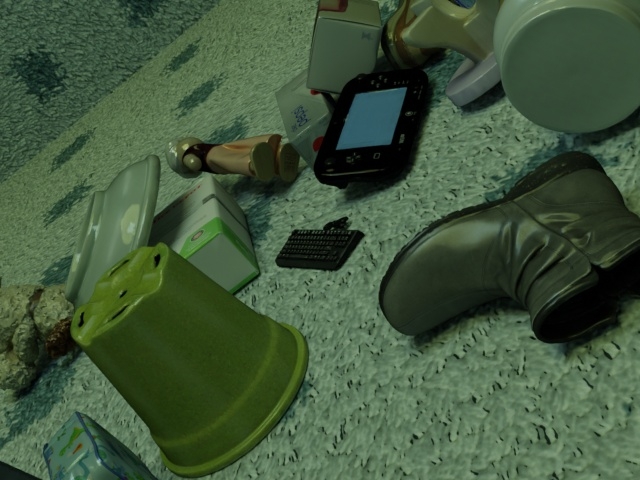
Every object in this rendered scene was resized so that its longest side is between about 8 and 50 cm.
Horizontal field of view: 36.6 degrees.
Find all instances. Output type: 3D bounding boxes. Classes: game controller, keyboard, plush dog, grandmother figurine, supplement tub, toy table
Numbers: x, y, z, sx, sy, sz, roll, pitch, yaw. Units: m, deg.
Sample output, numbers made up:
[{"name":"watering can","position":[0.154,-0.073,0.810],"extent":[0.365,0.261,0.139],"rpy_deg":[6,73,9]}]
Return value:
[{"name":"game controller","position":[0.095,-0.206,1.707],"extent":[0.167,0.067,0.319],"rpy_deg":[-11,38,26]},{"name":"keyboard","position":[0.000,0.000,1.594],"extent":[0.180,0.023,0.108],"rpy_deg":[2,49,54]},{"name":"plush dog","position":[-0.568,0.152,1.981],"extent":[0.226,0.210,0.262],"rpy_deg":[-10,33,10]},{"name":"grandmother figurine","position":[-0.192,-0.169,1.955],"extent":[0.342,0.208,0.104],"rpy_deg":[9,90,45]},{"name":"supplement tub","position":[0.363,-0.317,1.352],"extent":[0.228,0.228,0.316],"rpy_deg":[-23,31,34]},{"name":"toy table","position":[0.268,-0.373,1.620],"extent":[0.274,0.161,0.252],"rpy_deg":[-53,18,-28]}]

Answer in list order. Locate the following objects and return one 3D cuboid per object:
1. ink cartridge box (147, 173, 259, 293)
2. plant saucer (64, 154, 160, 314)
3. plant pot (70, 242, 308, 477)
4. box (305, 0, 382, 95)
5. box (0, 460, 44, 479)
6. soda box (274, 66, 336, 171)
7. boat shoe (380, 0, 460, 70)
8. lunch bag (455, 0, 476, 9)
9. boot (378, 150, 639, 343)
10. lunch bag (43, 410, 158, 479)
[{"name":"ink cartridge box","position":[-0.234,0.021,1.774],"extent":[0.198,0.115,0.273],"rpy_deg":[-37,26,8]},{"name":"plant saucer","position":[-0.402,0.021,1.812],"extent":[0.400,0.101,0.400],"rpy_deg":[-164,90,-74]},{"name":"plant pot","position":[-0.203,0.148,1.374],"extent":[0.276,0.254,0.276],"rpy_deg":[-33,27,19]},{"name":"box","position":[0.046,-0.393,1.929],"extent":[0.232,0.127,0.148],"rpy_deg":[-86,7,-65]},{"name":"box","position":[-0.311,0.413,1.066],"extent":[0.395,0.293,0.212],"rpy_deg":[-3,45,52]},{"name":"soda box","position":[-0.015,-0.242,1.912],"extent":[0.098,0.091,0.286],"rpy_deg":[-36,26,10]},{"name":"boat shoe","position":[0.223,-0.461,1.917],"extent":[0.120,0.122,0.324],"rpy_deg":[-11,47,38]},{"name":"lunch bag","position":[0.318,-0.484,1.795],"extent":[0.129,0.096,0.151],"rpy_deg":[-42,41,-4]},{"name":"boot","position":[0.222,0.045,1.124],"extent":[0.338,0.118,0.222],"rpy_deg":[-39,31,16]},{"name":"lunch bag","position":[-0.275,0.329,1.287],"extent":[0.090,0.176,0.219],"rpy_deg":[-49,24,-9]}]
